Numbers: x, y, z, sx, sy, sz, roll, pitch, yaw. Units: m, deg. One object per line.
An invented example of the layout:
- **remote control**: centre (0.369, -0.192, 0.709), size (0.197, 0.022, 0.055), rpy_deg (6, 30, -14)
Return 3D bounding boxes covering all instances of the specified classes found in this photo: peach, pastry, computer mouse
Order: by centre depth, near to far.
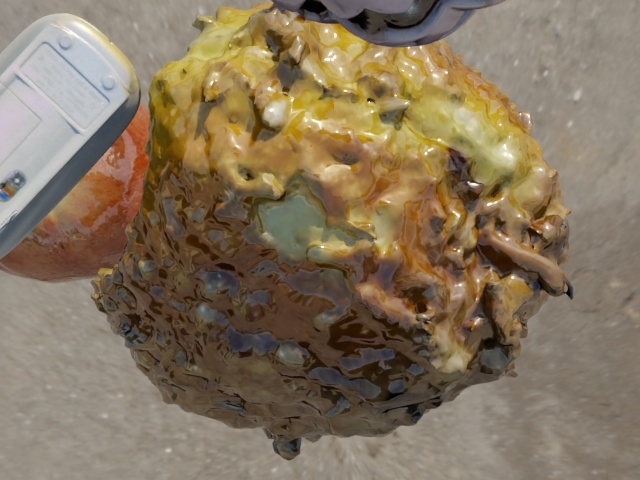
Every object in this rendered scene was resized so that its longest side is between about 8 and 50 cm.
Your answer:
- **computer mouse**: centre (-0.214, -0.069, 0.932), size (0.102, 0.045, 0.199), rpy_deg (42, 95, -9)
- **pastry**: centre (0.016, 0.000, 1.044), size (0.337, 0.405, 0.292), rpy_deg (26, 45, 0)
- **peach**: centre (-0.260, -0.064, 1.426), size (0.232, 0.257, 0.232), rpy_deg (-2, 80, 12)

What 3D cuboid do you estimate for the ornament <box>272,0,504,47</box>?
- **ornament**: centre (0.041, -0.186, 0.668), size (0.177, 0.177, 0.177), rpy_deg (0, 82, 1)
